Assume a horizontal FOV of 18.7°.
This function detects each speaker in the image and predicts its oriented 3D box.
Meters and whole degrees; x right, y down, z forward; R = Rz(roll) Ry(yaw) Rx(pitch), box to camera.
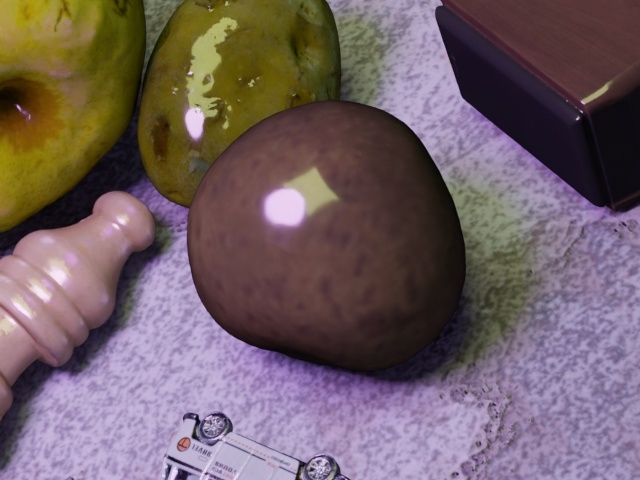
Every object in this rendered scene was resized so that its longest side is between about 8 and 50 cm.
[{"bbox_3d":[0.244,-0.170,1.742,0.192,0.153,0.231,-36,49,-11],"label":"speaker"}]

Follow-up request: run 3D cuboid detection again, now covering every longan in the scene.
[{"bbox_3d":[0.000,0.000,1.664,0.246,0.215,0.246,-11,75,48],"label":"longan"}]

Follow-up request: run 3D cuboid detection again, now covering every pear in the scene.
[{"bbox_3d":[-0.358,-0.202,1.841,0.391,0.391,0.391,-11,49,12],"label":"pear"}]

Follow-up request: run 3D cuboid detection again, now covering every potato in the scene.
[{"bbox_3d":[-0.074,-0.141,1.835,0.186,0.148,0.253,31,76,-5],"label":"potato"}]

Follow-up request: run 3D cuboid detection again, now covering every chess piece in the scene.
[{"bbox_3d":[-0.265,0.070,1.774,0.307,0.124,0.139,-44,20,-21],"label":"chess piece"}]

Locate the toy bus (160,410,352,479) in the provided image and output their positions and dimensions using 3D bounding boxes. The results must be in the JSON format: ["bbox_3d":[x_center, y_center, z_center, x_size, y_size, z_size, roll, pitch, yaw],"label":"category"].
[{"bbox_3d":[-0.048,0.210,1.586,0.194,0.087,0.089,19,65,33],"label":"toy bus"}]
